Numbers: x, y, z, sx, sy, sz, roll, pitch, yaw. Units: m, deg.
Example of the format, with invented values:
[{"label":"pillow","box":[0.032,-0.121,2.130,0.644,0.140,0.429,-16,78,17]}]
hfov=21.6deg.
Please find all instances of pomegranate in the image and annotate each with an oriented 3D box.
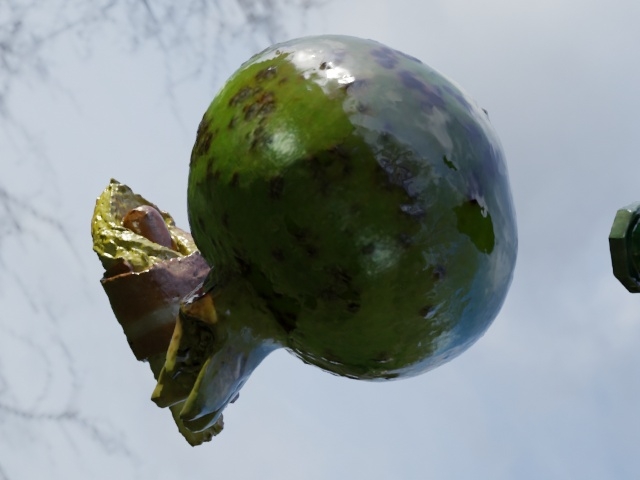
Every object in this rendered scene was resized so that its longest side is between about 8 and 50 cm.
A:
[{"label":"pomegranate","box":[0.000,0.000,0.970,0.211,0.263,0.211,44,-17,17]}]

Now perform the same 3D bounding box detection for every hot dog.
[{"label":"hot dog","box":[-0.133,0.054,1.552,0.093,0.123,0.262,-29,-92,31]}]

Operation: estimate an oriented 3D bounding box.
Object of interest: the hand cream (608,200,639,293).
[{"label":"hand cream","box":[0.292,0.002,0.811,0.336,0.076,0.121,0,-67,44]}]
